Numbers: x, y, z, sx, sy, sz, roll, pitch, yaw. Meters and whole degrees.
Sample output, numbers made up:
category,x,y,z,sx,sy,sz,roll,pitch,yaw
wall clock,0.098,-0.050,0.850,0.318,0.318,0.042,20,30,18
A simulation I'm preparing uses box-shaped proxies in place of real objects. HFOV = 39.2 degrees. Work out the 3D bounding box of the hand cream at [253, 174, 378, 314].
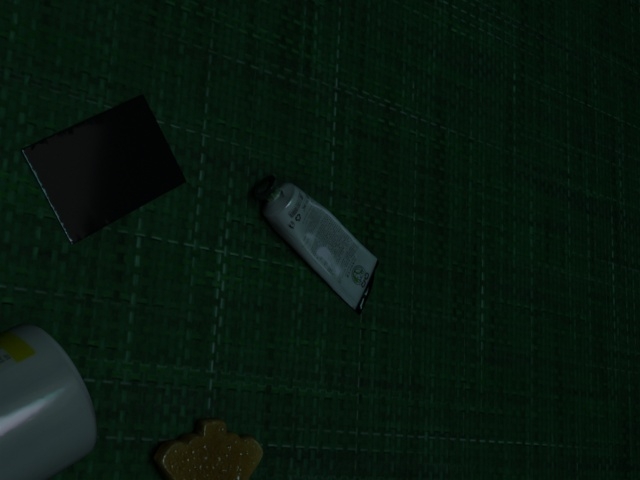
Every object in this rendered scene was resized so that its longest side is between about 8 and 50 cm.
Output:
category,x,y,z,sx,sy,sz,roll,pitch,yaw
hand cream,0.000,0.000,1.700,0.336,0.076,0.121,44,62,-33

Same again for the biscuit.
category,x,y,z,sx,sy,sz,roll,pitch,yaw
biscuit,-0.182,0.413,1.477,0.212,0.041,0.239,9,76,-45

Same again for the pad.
category,x,y,z,sx,sy,sz,roll,pitch,yaw
pad,-0.345,-0.122,1.463,0.245,0.006,0.170,-35,106,-38

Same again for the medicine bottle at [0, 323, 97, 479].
category,x,y,z,sx,sy,sz,roll,pitch,yaw
medicine bottle,-0.480,0.265,1.145,0.339,0.208,0.208,-28,100,-39
